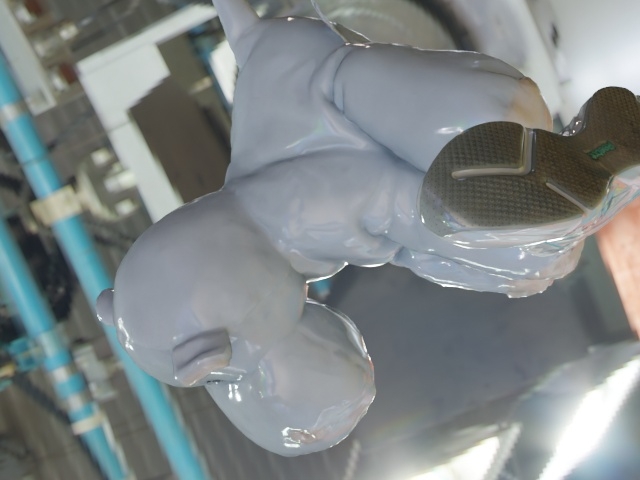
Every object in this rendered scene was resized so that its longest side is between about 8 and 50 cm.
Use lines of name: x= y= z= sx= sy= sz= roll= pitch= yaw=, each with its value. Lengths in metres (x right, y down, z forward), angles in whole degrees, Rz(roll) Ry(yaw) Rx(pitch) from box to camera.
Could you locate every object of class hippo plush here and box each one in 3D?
hippo plush: x=0.000 y=0.000 z=0.886 sx=0.294 sy=0.234 sz=0.236 roll=45 pitch=-108 yaw=-29

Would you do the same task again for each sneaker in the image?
sneaker: x=0.087 y=-0.015 z=0.600 sx=0.152 sy=0.061 sz=0.054 roll=-17 pitch=-121 yaw=-46
